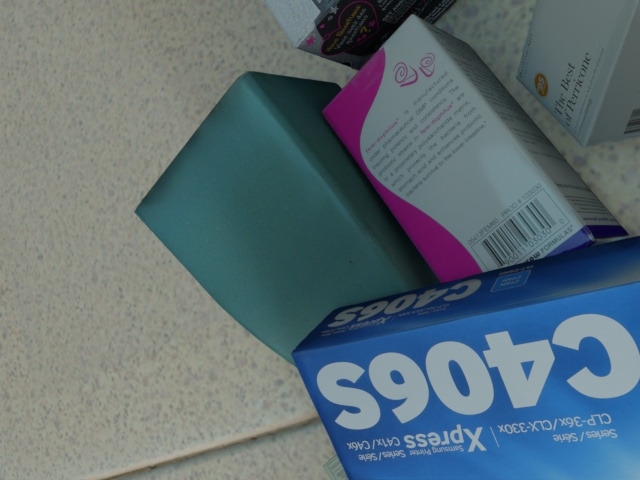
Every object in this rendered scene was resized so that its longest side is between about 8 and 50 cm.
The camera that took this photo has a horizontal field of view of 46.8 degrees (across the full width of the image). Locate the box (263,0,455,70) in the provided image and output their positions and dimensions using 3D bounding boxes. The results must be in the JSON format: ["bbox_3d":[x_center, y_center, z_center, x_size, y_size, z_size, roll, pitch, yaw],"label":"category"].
[{"bbox_3d":[0.004,-0.294,0.647,0.163,0.142,0.247,-42,68,27],"label":"box"}]

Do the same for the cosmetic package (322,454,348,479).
[{"bbox_3d":[0.060,0.234,0.670,0.060,0.041,0.115,-44,67,25],"label":"cosmetic package"}]

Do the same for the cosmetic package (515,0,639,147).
[{"bbox_3d":[0.198,-0.185,0.476,0.239,0.061,0.099,93,160,-44],"label":"cosmetic package"}]

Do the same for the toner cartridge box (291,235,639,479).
[{"bbox_3d":[0.163,0.095,0.459,0.348,0.075,0.165,-18,103,33],"label":"toner cartridge box"}]

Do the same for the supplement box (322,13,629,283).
[{"bbox_3d":[0.119,-0.055,0.588,0.111,0.114,0.220,-43,69,27],"label":"supplement box"}]

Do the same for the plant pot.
[{"bbox_3d":[0.000,0.000,0.642,0.165,0.166,0.234,-46,75,25],"label":"plant pot"}]
